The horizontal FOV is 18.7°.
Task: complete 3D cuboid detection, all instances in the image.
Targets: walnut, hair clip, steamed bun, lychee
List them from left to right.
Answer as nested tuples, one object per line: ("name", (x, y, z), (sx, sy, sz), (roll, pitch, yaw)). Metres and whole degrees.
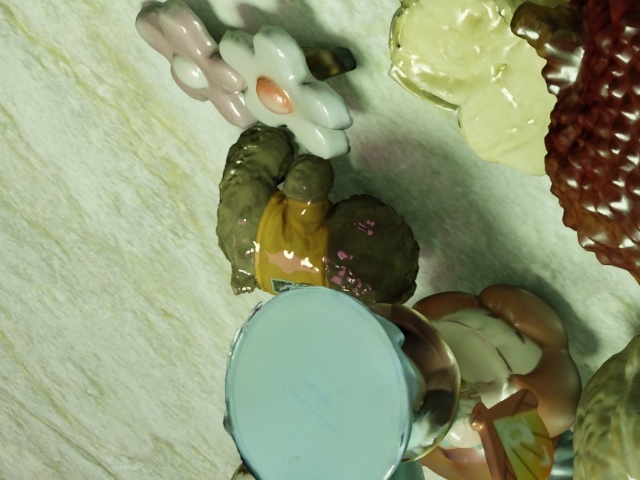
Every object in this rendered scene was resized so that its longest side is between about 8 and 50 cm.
("hair clip", (-0.061, -0.146, 1.674), (0.257, 0.075, 0.146), (15, 152, 40))
("steamed bun", (0.144, -0.142, 1.424), (0.177, 0.106, 0.192), (30, 144, 14))
("walnut", (0.299, 0.169, 1.651), (0.178, 0.230, 0.178), (3, 134, 3))
("lychee", (0.262, -0.096, 1.197), (0.304, 0.276, 0.276), (15, 153, -4))

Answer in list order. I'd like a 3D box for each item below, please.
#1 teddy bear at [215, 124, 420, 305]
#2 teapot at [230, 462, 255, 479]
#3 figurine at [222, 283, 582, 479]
("teddy bear", (0.000, 0.000, 1.782), (0.190, 0.140, 0.177), (11, 143, 22))
("teapot", (-0.020, 0.346, 2.358), (0.298, 0.139, 0.204), (-14, 95, 58))
("figurine", (0.098, 0.156, 1.711), (0.276, 0.388, 0.248), (42, 115, 26))
